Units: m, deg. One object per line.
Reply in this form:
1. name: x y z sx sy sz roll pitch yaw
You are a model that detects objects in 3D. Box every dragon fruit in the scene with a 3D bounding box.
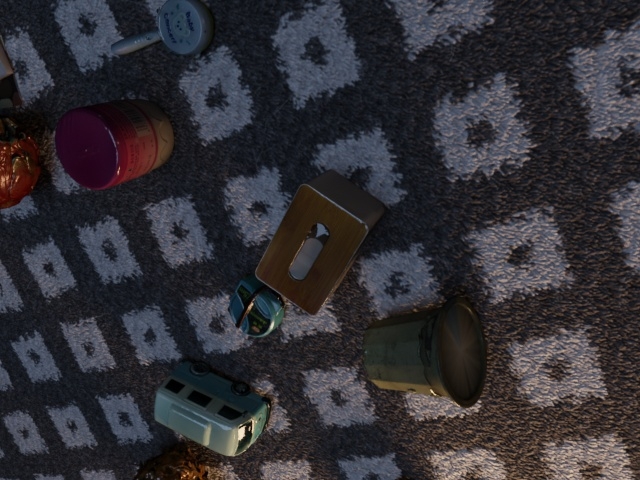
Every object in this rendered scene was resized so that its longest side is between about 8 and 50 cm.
1. dragon fruit: -0.816 -0.201 1.394 0.244 0.244 0.299 45 138 2

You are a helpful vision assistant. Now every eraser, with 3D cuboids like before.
1. eraser: -0.845 -0.445 1.430 0.150 0.023 0.103 -13 105 27

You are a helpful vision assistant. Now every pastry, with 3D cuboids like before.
1. pastry: -0.403 0.692 1.615 0.275 0.192 0.274 13 140 11

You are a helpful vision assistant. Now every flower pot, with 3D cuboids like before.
1. flower pot: 0.202 0.232 1.150 0.203 0.212 0.212 -15 103 36

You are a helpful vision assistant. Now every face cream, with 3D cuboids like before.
1. face cream: -0.444 -0.216 1.251 0.175 0.195 0.175 9 112 22

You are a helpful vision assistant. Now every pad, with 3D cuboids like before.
1. pad: -0.842 -0.451 1.443 0.158 0.003 0.234 -2 109 24

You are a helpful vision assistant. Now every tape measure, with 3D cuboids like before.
1. tape measure: -0.149 0.159 1.335 0.125 0.081 0.146 37 120 10

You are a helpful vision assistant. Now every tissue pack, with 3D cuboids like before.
1. tissue pack: 0.001 0.001 1.175 0.159 0.136 0.246 34 120 8

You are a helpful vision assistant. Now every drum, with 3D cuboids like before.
1. drum: -0.340 -0.451 1.195 0.253 0.049 0.130 9 114 20

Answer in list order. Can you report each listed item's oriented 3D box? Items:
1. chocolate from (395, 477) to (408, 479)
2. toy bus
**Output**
1. chocolate: 0.183 0.691 1.394 0.148 0.093 0.214 40 120 6
2. toy bus: -0.279 0.434 1.452 0.271 0.165 0.133 20 116 15
